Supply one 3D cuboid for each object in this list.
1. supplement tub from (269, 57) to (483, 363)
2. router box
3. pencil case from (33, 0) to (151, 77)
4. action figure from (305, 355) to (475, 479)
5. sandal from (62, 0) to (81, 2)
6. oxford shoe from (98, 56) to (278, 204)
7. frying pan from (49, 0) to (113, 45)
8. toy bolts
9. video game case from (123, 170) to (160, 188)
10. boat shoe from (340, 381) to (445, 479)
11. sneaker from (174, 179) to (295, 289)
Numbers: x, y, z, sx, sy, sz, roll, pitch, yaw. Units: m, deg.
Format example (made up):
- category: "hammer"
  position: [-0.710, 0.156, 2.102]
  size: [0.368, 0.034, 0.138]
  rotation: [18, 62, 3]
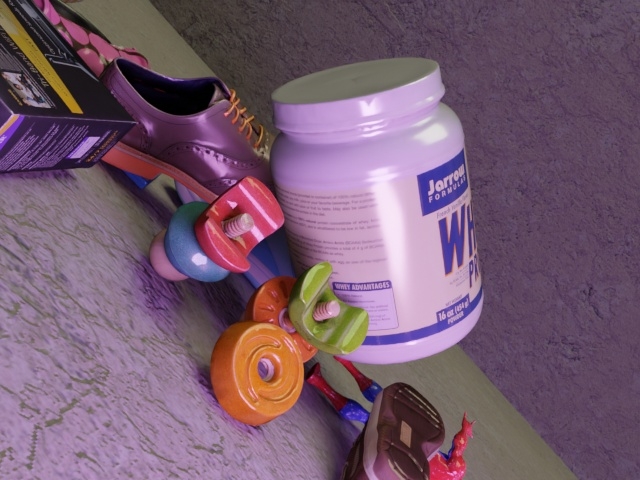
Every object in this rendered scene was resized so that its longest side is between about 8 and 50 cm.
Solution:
- category: "supplement tub"
  position: [0.068, -0.040, 0.927]
  size: [0.235, 0.235, 0.325]
  rotation: [-115, -168, -67]
- category: "router box"
  position: [-0.346, -0.204, 0.718]
  size: [0.309, 0.081, 0.243]
  rotation: [50, 12, 1]
- category: "pencil case"
  position: [-0.340, -0.269, 1.063]
  size: [0.209, 0.095, 0.098]
  rotation: [25, 64, -56]
- category: "action figure"
  position: [0.114, 0.243, 1.029]
  size: [0.280, 0.091, 0.139]
  rotation: [47, 23, -3]
- category: "sandal"
  position: [-0.507, -0.470, 1.343]
  size: [0.102, 0.076, 0.265]
  rotation: [33, 16, 20]
- category: "oxford shoe"
  position: [-0.122, -0.127, 0.988]
  size: [0.363, 0.133, 0.130]
  rotation: [16, 42, -21]
- category: "frying pan"
  position: [-0.452, -0.367, 1.164]
  size: [0.326, 0.053, 0.197]
  rotation: [36, 17, -23]
- category: "toy bolts"
  position: [-0.098, 0.071, 0.796]
  size: [0.229, 0.158, 0.218]
  rotation: [56, 46, -14]
- category: "video game case"
  position: [-0.294, -0.144, 1.052]
  size: [0.166, 0.015, 0.119]
  rotation: [46, 8, -10]
- category: "boat shoe"
  position: [0.071, 0.236, 0.843]
  size: [0.095, 0.095, 0.257]
  rotation: [44, 15, 8]
- category: "sneaker"
  position: [-0.053, -0.040, 1.134]
  size: [0.319, 0.208, 0.127]
  rotation: [47, 9, -3]
